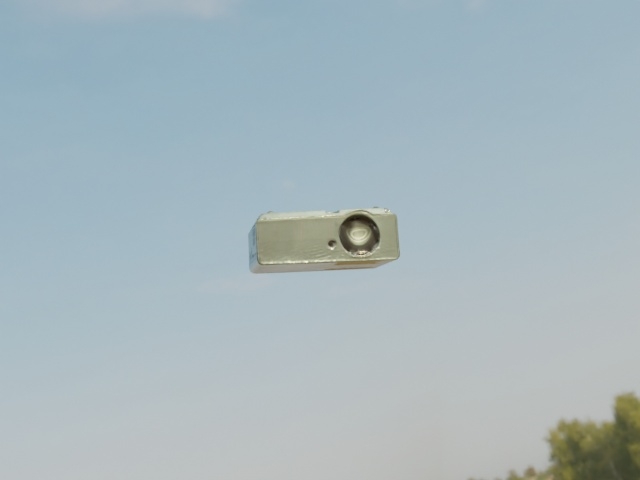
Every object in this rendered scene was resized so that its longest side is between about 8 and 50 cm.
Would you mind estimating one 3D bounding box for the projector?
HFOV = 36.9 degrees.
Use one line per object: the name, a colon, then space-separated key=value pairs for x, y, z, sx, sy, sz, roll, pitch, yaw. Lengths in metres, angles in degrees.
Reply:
projector: x=0.000 y=0.000 z=1.018 sx=0.147 sy=0.061 sz=0.115 roll=-3 pitch=-4 yaw=-9
